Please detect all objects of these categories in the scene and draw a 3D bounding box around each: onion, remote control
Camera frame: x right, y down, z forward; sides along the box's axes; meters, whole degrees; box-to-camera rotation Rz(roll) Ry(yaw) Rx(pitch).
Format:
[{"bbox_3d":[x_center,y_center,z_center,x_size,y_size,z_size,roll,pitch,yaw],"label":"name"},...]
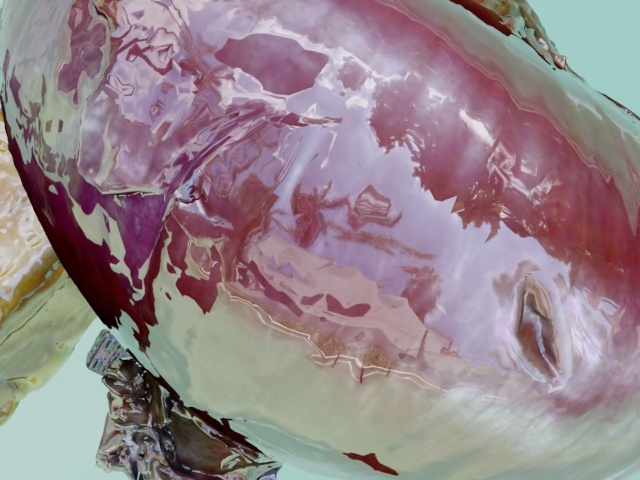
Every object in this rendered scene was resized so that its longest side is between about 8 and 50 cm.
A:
[{"bbox_3d":[0.000,0.000,0.491,0.348,0.347,0.285,36,99,1],"label":"onion"},{"bbox_3d":[-0.181,0.184,1.411,0.245,0.025,0.063,29,103,-22],"label":"remote control"}]

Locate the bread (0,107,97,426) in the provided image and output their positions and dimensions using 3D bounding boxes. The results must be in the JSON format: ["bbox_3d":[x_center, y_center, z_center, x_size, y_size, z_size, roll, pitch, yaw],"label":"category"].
[{"bbox_3d":[-0.255,0.048,0.613,0.294,0.132,0.167,-42,67,-13],"label":"bread"}]
